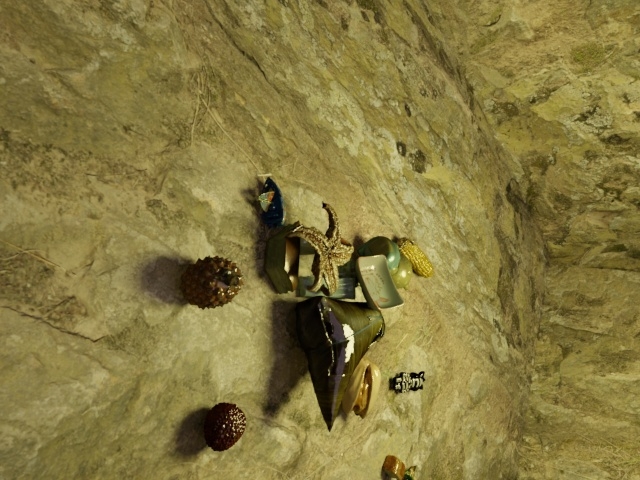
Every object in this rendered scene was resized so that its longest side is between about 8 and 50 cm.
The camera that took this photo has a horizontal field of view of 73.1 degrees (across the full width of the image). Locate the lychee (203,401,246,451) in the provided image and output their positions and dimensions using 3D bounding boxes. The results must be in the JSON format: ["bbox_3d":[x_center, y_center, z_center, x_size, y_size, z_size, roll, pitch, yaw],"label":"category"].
[{"bbox_3d":[-0.273,0.531,1.231,0.123,0.123,0.129,32,50,-38],"label":"lychee"}]

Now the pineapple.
[{"bbox_3d":[-0.294,0.116,1.220,0.166,0.193,0.166,14,71,-47],"label":"pineapple"}]

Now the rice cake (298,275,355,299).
[{"bbox_3d":[0.026,0.174,1.595,0.226,0.040,0.085,5,81,-22],"label":"rice cake"}]

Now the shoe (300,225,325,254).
[{"bbox_3d":[0.000,0.000,1.613,0.265,0.095,0.110,-3,85,-44],"label":"shoe"}]

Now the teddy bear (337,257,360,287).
[{"bbox_3d":[0.116,0.133,1.699,0.213,0.111,0.133,3,78,-47],"label":"teddy bear"}]

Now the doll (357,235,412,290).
[{"bbox_3d":[0.287,0.102,1.828,0.260,0.161,0.177,46,9,-45],"label":"doll"}]

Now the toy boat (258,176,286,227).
[{"bbox_3d":[-0.172,-0.133,1.455,0.110,0.091,0.175,10,72,-62],"label":"toy boat"}]

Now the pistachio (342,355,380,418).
[{"bbox_3d":[0.147,0.559,1.654,0.157,0.157,0.229,21,75,-42],"label":"pistachio"}]

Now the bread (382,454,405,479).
[{"bbox_3d":[0.311,0.948,1.802,0.083,0.077,0.070,54,54,-25],"label":"bread"}]

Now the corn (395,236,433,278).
[{"bbox_3d":[0.454,0.083,2.064,0.293,0.106,0.106,41,57,-37],"label":"corn"}]

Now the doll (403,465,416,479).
[{"bbox_3d":[0.374,1.022,1.882,0.113,0.077,0.078,-22,129,-74],"label":"doll"}]

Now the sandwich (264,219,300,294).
[{"bbox_3d":[-0.125,0.052,1.476,0.096,0.094,0.258,17,71,-48],"label":"sandwich"}]

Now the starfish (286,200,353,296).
[{"bbox_3d":[0.005,0.045,1.476,0.303,0.113,0.312,47,53,-39],"label":"starfish"}]

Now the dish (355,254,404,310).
[{"bbox_3d":[0.207,0.165,1.622,0.151,0.077,0.212,-4,64,-39],"label":"dish"}]

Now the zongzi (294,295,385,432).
[{"bbox_3d":[0.107,0.419,1.536,0.403,0.208,0.432,12,59,-46],"label":"zongzi"}]

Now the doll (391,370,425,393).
[{"bbox_3d":[0.398,0.637,1.946,0.219,0.067,0.091,11,79,-39],"label":"doll"}]
